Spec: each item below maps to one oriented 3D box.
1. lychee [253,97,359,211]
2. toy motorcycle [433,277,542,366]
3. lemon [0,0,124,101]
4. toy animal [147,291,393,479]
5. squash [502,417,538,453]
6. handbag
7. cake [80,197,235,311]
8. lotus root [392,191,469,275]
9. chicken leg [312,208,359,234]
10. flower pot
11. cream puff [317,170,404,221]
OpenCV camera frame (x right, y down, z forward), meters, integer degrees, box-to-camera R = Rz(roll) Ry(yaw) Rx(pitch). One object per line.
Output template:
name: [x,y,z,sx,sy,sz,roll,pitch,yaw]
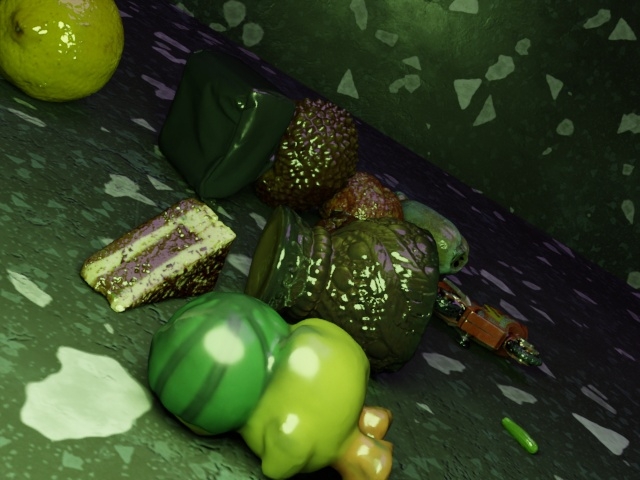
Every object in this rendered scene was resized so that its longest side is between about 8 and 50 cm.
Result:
lychee: [-0.032,-0.196,2.033,0.267,0.267,0.267,29,17,-10]
toy motorcycle: [0.361,0.190,1.985,0.298,0.089,0.171,33,16,5]
lemon: [-0.537,-0.415,1.807,0.293,0.293,0.293,29,17,-10]
toy animal: [-0.048,0.178,1.117,0.338,0.191,0.216,30,17,-7]
squash: [0.367,0.357,1.637,0.027,0.027,0.089,12,24,-49]
handbag: [-0.196,-0.234,1.893,0.178,0.275,0.302,9,23,-38]
cake: [-0.238,0.014,1.346,0.112,0.135,0.246,39,18,19]
lotus root: [0.252,-0.020,2.305,0.158,0.140,0.322,40,1,-45]
chicken leg: [0.000,0.000,1.913,0.113,0.093,0.304,20,19,25]
flower pot: [0.026,0.070,1.492,0.267,0.266,0.266,16,20,-14]
cream puff: [0.102,-0.079,2.177,0.240,0.164,0.240,24,17,-7]
